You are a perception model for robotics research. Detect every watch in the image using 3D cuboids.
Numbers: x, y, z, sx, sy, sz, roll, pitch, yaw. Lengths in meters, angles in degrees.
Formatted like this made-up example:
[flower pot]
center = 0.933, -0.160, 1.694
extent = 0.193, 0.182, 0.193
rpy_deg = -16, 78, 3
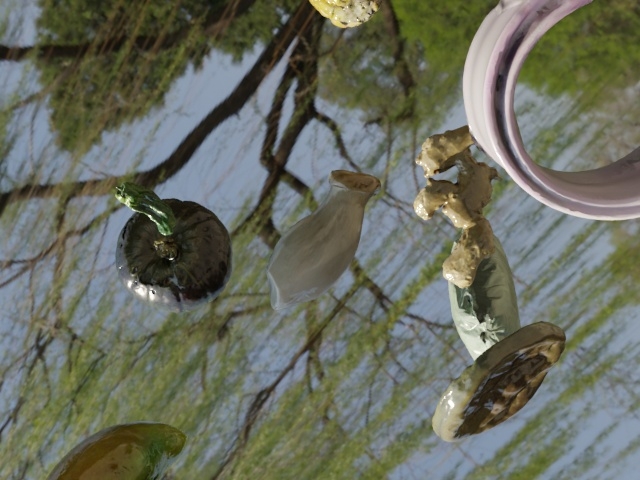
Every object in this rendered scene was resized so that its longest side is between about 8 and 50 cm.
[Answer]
[watch]
center = 0.226, -0.141, 0.580
extent = 0.211, 0.248, 0.217
rpy_deg = -91, -13, -72

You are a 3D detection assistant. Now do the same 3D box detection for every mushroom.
[mushroom]
center = -0.001, -0.001, 1.005
extent = 0.097, 0.212, 0.088
rpy_deg = 29, -172, -36

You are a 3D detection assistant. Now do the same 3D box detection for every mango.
[mango]
center = -0.262, 0.296, 1.017
extent = 0.233, 0.125, 0.111
rpy_deg = -21, -81, -51

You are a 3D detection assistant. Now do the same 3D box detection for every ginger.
[ginger]
center = 0.212, -0.059, 1.228
extent = 0.149, 0.258, 0.065
rpy_deg = 11, 180, 12

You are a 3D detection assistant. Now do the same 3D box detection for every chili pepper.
[chili pepper]
center = -0.220, -0.044, 1.000
extent = 0.091, 0.030, 0.034
rpy_deg = 39, -146, -15

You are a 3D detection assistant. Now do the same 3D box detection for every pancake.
[pancake]
center = 0.314, 0.260, 1.397
extent = 0.294, 0.294, 0.049
rpy_deg = 3, -141, -44

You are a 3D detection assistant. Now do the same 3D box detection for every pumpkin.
[pumpkin]
center = -0.289, 0.026, 1.560
extent = 0.238, 0.159, 0.238
rpy_deg = 2, -109, -5

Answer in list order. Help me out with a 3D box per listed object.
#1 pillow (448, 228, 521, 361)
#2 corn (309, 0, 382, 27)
[pillow]
center = 0.356, 0.144, 1.695
extent = 0.310, 0.138, 0.283
rpy_deg = -87, -19, -48
[corn]
center = -0.002, -0.339, 0.796
extent = 0.101, 0.101, 0.291
rpy_deg = 4, -122, -43
